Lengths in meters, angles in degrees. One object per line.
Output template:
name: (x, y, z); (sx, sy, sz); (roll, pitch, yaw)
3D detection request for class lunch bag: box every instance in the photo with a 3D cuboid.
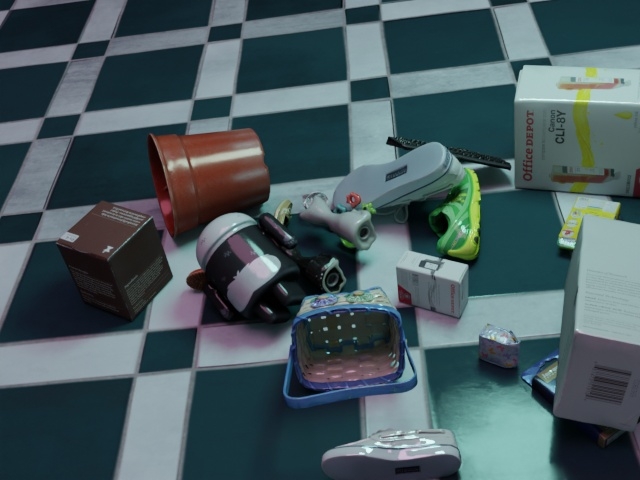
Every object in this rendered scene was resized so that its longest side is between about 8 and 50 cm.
lunch bag: (0.370, 0.218, 1.717); (0.083, 0.071, 0.053); (19, 45, 32)

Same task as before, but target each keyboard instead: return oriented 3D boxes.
keyboard: (0.321, -0.230, 2.153); (0.317, 0.033, 0.201); (10, 9, -19)

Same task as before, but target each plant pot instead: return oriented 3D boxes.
plant pot: (-0.284, -0.166, 2.165); (0.265, 0.272, 0.272); (-13, 40, -16)

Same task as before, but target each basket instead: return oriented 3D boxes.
basket: (0.051, 0.222, 1.678); (0.254, 0.201, 0.289); (-8, 31, 1)

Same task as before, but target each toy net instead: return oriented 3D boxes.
toy net: (0.030, -0.076, 2.083); (0.232, 0.122, 0.045); (30, 29, 33)

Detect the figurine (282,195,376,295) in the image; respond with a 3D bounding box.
figurine: (0.000, 0.000, 1.994); (0.209, 0.092, 0.215); (25, 75, 41)

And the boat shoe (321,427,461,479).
boat shoe: (0.129, 0.396, 1.563); (0.258, 0.095, 0.084); (1, 37, -3)

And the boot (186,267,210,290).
boot: (-0.250, 0.073, 2.026); (0.157, 0.059, 0.085); (-10, 37, -13)

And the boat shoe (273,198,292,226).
boat shoe: (-0.097, -0.042, 2.125); (0.048, 0.056, 0.153); (14, 47, 13)

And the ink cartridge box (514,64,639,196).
ink cartridge box: (0.671, -0.263, 2.043); (0.384, 0.279, 0.160); (6, 44, 19)

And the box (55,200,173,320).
box: (-0.483, 0.047, 1.988); (0.168, 0.203, 0.167); (17, 48, 27)

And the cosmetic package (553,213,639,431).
cosmetic package: (0.550, 0.145, 1.606); (0.156, 0.217, 0.385); (10, 35, 11)

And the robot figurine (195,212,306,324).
robot figurine: (-0.158, 0.064, 1.897); (0.209, 0.174, 0.278); (-36, 70, -22)

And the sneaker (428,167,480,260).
sneaker: (0.325, -0.076, 2.030); (0.123, 0.109, 0.296); (2, 43, 8)

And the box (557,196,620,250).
box: (0.628, -0.028, 1.961); (0.105, 0.043, 0.179); (12, 44, 29)

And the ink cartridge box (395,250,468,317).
ink cartridge box: (0.249, 0.096, 1.851); (0.150, 0.109, 0.063); (14, 43, 25)

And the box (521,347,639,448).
box: (0.515, 0.289, 1.635); (0.136, 0.037, 0.225); (-29, 43, -20)

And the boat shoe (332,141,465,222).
boat shoe: (0.204, -0.128, 2.087); (0.367, 0.156, 0.136); (-22, 50, 39)
